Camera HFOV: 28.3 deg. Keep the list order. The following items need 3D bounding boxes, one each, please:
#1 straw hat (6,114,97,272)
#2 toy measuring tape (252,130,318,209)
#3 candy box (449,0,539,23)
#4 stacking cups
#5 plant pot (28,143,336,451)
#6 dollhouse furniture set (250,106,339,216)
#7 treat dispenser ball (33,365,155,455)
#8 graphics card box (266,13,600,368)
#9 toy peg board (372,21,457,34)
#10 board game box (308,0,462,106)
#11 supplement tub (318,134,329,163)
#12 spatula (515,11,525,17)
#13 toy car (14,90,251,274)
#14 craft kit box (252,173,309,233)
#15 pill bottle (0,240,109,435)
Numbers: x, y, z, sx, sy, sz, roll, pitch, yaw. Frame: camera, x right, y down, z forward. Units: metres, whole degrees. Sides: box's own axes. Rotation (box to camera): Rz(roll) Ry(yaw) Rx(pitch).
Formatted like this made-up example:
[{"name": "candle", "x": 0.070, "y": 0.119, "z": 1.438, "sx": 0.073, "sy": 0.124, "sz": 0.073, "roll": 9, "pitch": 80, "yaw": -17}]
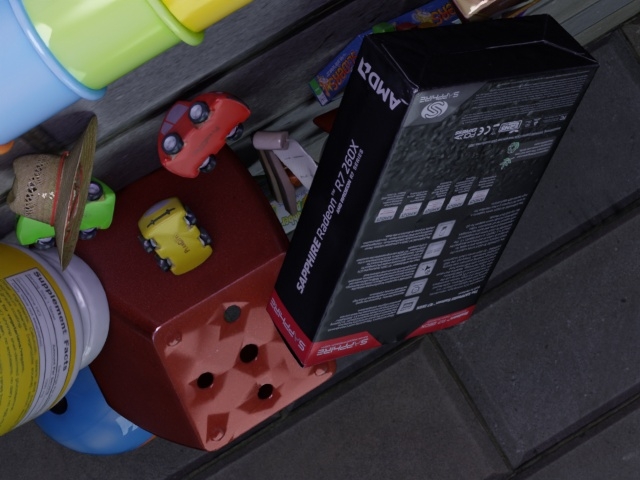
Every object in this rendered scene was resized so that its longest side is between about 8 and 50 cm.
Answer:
[{"name": "straw hat", "x": -0.232, "y": -0.045, "z": 1.070, "sx": 0.061, "sy": 0.144, "sz": 0.144, "roll": 10, "pitch": 172, "yaw": -6}, {"name": "toy measuring tape", "x": 0.000, "y": 0.000, "z": 1.484, "sx": 0.121, "sy": 0.121, "sz": 0.330, "roll": -32, "pitch": 142, "yaw": 8}, {"name": "candy box", "x": 0.260, "y": -0.320, "z": 1.232, "sx": 0.316, "sy": 0.087, "sz": 0.183, "roll": -30, "pitch": 177, "yaw": 9}, {"name": "stacking cups", "x": -0.166, "y": -0.102, "z": 0.679, "sx": 0.316, "sy": 0.096, "sz": 0.096, "roll": -27, "pitch": 179, "yaw": 14}, {"name": "plant pot", "x": -0.132, "y": 0.082, "z": 1.458, "sx": 0.267, "sy": 0.267, "sz": 0.236, "roll": -31, "pitch": -148, "yaw": -17}, {"name": "dollhouse furniture set", "x": 0.056, "y": -0.144, "z": 1.590, "sx": 0.262, "sy": 0.135, "sz": 0.259, "roll": -25, "pitch": -161, "yaw": -7}, {"name": "treat dispenser ball", "x": -0.368, "y": 0.222, "z": 2.167, "sx": 0.288, "sy": 0.288, "sz": 0.288, "roll": -31, "pitch": 177, "yaw": -2}, {"name": "graphics card box", "x": 0.102, "y": -0.045, "z": 1.269, "sx": 0.233, "sy": 0.094, "sz": 0.371, "roll": -12, "pitch": 142, "yaw": -32}, {"name": "toy peg board", "x": 0.145, "y": -0.200, "z": 1.387, "sx": 0.161, "sy": 0.079, "sz": 0.161, "roll": -27, "pitch": -142, "yaw": -35}, {"name": "board game box", "x": 0.095, "y": -0.237, "z": 1.527, "sx": 0.201, "sy": 0.035, "sz": 0.136, "roll": -29, "pitch": 177, "yaw": -31}, {"name": "supplement tub", "x": 0.173, "y": -0.145, "z": 1.958, "sx": 0.235, "sy": 0.235, "sz": 0.325, "roll": -29, "pitch": 176, "yaw": -41}, {"name": "spatula", "x": 0.282, "y": -0.323, "z": 1.514, "sx": 0.296, "sy": 0.030, "sz": 0.084, "roll": -35, "pitch": -166, "yaw": 37}, {"name": "toy car", "x": -0.194, "y": -0.048, "z": 1.233, "sx": 0.225, "sy": 0.053, "sz": 0.239, "roll": -13, "pitch": 140, "yaw": -30}, {"name": "craft kit box", "x": -0.109, "y": -0.041, "z": 1.816, "sx": 0.247, "sy": 0.061, "sz": 0.250, "roll": -2, "pitch": -161, "yaw": 41}, {"name": "pill bottle", "x": -0.348, "y": 0.104, "z": 1.210, "sx": 0.188, "sy": 0.188, "sz": 0.334, "roll": -32, "pitch": 177, "yaw": 24}]
